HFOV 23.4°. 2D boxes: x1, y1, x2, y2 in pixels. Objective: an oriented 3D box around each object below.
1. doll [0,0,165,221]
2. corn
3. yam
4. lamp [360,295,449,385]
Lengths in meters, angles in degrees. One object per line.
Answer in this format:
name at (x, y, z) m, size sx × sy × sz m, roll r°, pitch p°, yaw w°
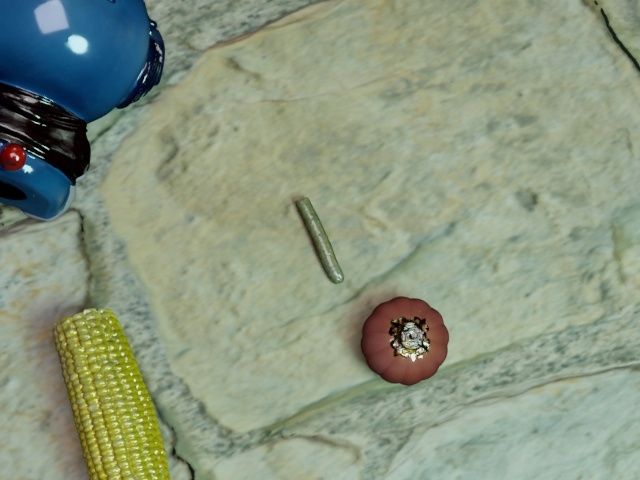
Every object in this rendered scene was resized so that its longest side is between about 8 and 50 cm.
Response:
doll at (-0.328, -0.203, 1.794) m, size 0.284 × 0.240 × 0.310 m, roll 25°, pitch 74°, yaw -27°
corn at (-0.238, 0.200, 1.782) m, size 0.093 × 0.093 × 0.244 m, roll -15°, pitch 80°, yaw -12°
yam at (0.000, 0.000, 1.903) m, size 0.021 × 0.021 × 0.116 m, roll -23°, pitch 81°, yaw -13°
lamp at (0.101, 0.120, 1.854) m, size 0.108 × 0.092 × 0.107 m, roll 2°, pitch 79°, yaw -9°
